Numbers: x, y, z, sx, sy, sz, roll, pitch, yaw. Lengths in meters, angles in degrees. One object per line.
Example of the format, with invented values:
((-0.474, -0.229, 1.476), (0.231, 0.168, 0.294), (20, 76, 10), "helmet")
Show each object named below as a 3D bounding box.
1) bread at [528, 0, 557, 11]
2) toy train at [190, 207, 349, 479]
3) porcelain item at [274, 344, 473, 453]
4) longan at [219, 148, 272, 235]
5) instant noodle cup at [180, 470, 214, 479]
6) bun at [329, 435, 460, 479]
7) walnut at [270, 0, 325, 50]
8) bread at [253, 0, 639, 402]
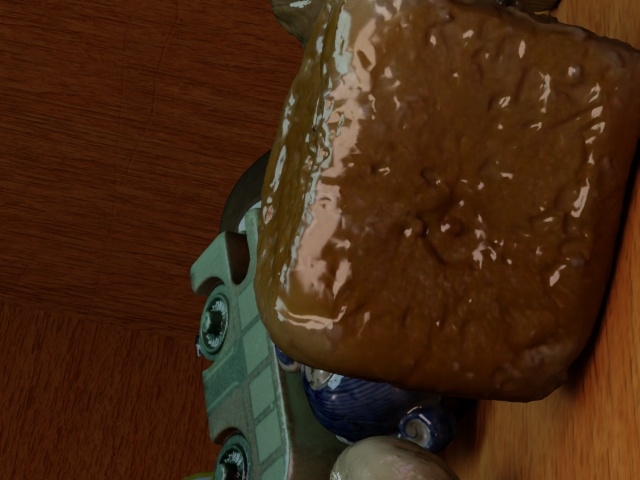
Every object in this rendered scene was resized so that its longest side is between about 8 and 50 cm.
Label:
((0.157, -0.214, 1.249), (0.085, 0.053, 0.085), (-168, 90, -86), "bread")
((-0.020, 0.126, 1.379), (0.159, 0.129, 0.326), (-48, 40, 44), "toy train")
((0.076, 0.019, 1.227), (0.186, 0.138, 0.288), (0, 80, 54), "porcelain item")
((0.000, 0.000, 1.772), (0.246, 0.215, 0.246), (-49, -28, -37), "longan")
((-0.089, 0.375, 1.699), (0.264, 0.264, 0.200), (107, -179, -54), "instant noodle cup")
((0.060, 0.211, 1.027), (0.183, 0.102, 0.183), (-176, 90, -77), "bun")
((0.053, -0.282, 1.843), (0.228, 0.228, 0.228), (-168, 90, -86), "walnut")
((0.072, -0.041, 0.952), (0.176, 0.196, 0.246), (-140, 63, -78), "bread")
